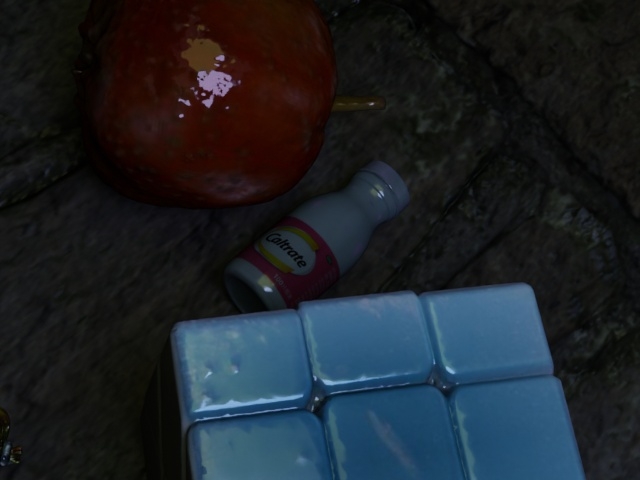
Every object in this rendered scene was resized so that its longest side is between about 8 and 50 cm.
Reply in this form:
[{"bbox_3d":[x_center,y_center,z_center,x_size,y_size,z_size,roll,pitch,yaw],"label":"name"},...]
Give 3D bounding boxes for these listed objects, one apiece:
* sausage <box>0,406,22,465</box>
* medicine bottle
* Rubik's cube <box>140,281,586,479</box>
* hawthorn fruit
[{"bbox_3d":[-0.443,0.115,1.040,0.372,0.082,0.082,28,64,-1],"label":"sausage"},{"bbox_3d":[0.000,0.000,1.187,0.090,0.090,0.217,46,65,8],"label":"medicine bottle"},{"bbox_3d":[0.025,0.244,0.961,0.316,0.319,0.321,-4,69,-16],"label":"Rubik's cube"},{"bbox_3d":[-0.088,-0.161,1.148,0.330,0.287,0.287,6,66,-18],"label":"hawthorn fruit"}]
